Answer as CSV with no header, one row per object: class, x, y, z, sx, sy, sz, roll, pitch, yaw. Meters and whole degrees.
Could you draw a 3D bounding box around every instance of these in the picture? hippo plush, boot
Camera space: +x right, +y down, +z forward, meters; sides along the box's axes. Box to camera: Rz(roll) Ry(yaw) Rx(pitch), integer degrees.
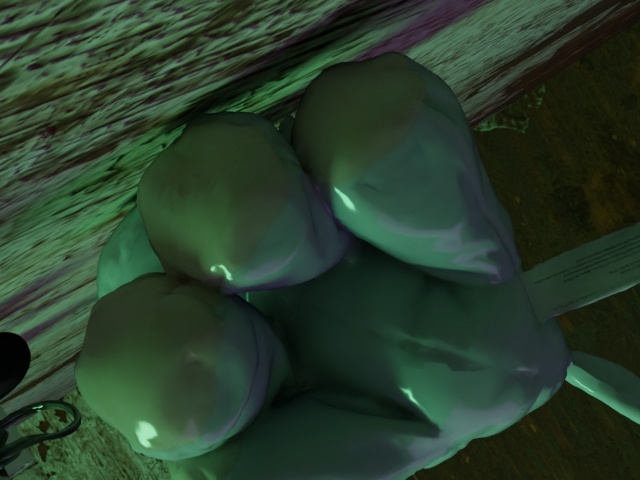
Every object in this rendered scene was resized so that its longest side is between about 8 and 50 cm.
hippo plush,0.000,0.000,0.796,0.294,0.234,0.236,-16,-155,-17
boot,-0.234,0.091,0.990,0.121,0.045,0.099,-24,180,-20

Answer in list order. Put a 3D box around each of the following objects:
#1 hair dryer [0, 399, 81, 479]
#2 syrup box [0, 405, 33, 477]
hair dryer,-0.311,0.161,0.983,0.294,0.080,0.223,-23,171,-30
syrup box,-0.361,0.208,1.296,0.237,0.096,0.093,-33,178,30
